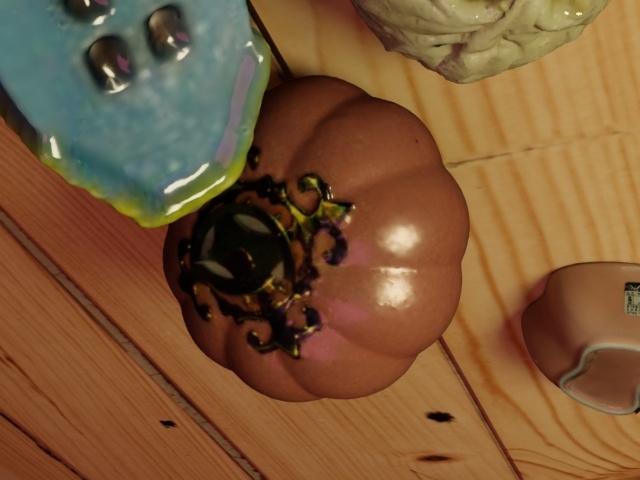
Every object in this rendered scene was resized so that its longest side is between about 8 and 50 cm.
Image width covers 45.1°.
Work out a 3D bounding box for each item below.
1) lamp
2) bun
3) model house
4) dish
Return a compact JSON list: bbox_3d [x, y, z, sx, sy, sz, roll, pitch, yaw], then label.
[{"bbox_3d":[0.000,0.000,0.738,0.305,0.239,0.305,2,93,30],"label":"lamp"},{"bbox_3d":[0.114,-0.204,0.546,0.231,0.133,0.231,10,138,9],"label":"bun"},{"bbox_3d":[-0.173,-0.164,0.582,0.237,0.215,0.303,42,152,37],"label":"model house"},{"bbox_3d":[0.332,0.123,0.861,0.213,0.090,0.213,11,139,10],"label":"dish"}]
